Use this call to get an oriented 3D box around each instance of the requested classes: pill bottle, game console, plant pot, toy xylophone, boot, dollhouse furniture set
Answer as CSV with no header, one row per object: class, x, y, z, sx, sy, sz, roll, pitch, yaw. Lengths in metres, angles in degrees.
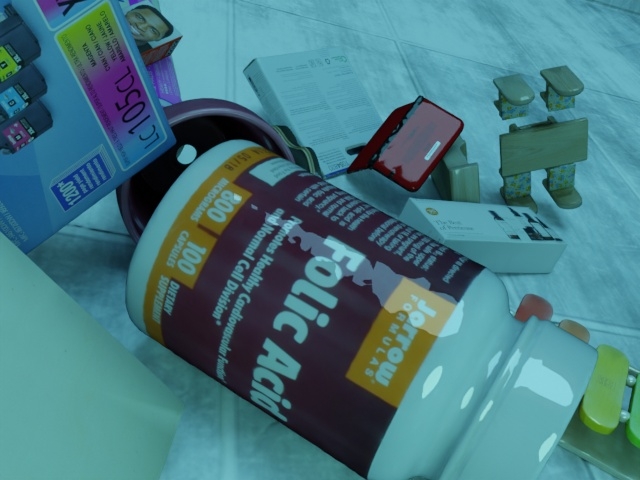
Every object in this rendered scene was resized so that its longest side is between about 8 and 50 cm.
pill bottle,0.035,0.085,0.750,0.392,0.224,0.224,29,33,16
game console,0.128,-0.140,1.213,0.124,0.085,0.144,33,73,12
plant pot,-0.149,-0.081,0.953,0.201,0.201,0.180,4,20,-24
toy xylophone,0.314,0.162,0.919,0.322,0.081,0.236,24,32,6
boot,-0.089,-0.106,1.128,0.137,0.077,0.198,-2,25,-24
dollhouse furniture set,0.303,-0.124,1.235,0.242,0.212,0.161,-11,34,0

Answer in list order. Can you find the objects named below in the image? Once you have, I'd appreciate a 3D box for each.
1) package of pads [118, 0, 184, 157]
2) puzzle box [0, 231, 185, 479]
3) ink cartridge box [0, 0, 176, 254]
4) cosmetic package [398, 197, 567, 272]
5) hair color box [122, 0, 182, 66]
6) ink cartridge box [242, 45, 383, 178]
package of pads,-0.316,-0.240,1.067,0.229,0.101,0.297,4,55,-36
puzzle box,-0.243,0.168,0.504,0.272,0.052,0.409,50,25,-20
ink cartridge box,-0.348,-0.088,0.676,0.395,0.270,0.151,-39,59,-17
cosmetic package,0.231,-0.007,1.134,0.239,0.060,0.099,2,34,-33
hair color box,-0.250,-0.256,1.024,0.072,0.043,0.141,45,40,-1
ink cartridge box,0.009,-0.209,1.313,0.223,0.045,0.224,-22,79,-47
